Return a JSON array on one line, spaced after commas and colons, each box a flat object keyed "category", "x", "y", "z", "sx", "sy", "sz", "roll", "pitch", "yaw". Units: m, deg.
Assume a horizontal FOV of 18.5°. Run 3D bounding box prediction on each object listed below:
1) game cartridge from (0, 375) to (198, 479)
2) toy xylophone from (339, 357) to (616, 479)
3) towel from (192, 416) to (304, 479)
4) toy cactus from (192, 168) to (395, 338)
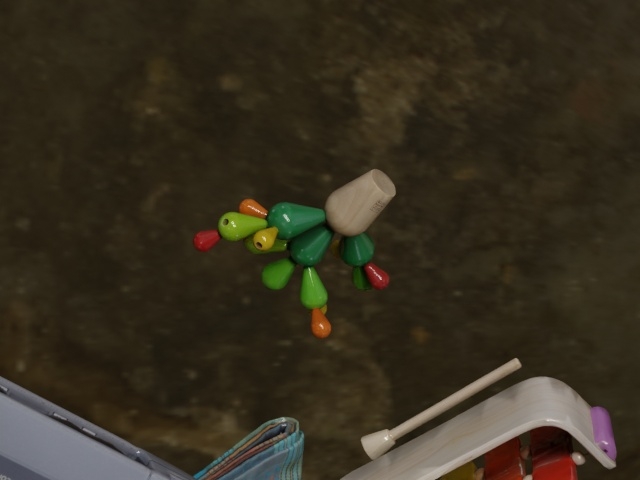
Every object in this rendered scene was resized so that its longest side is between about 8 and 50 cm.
[{"category": "game cartridge", "x": -0.242, "y": 0.190, "z": 1.322, "sx": 0.198, "sy": 0.297, "sz": 0.062, "roll": -54, "pitch": 27, "yaw": 8}, {"category": "toy xylophone", "x": 0.131, "y": 0.221, "z": 1.891, "sx": 0.323, "sy": 0.236, "sz": 0.081, "roll": -27, "pitch": 103, "yaw": 19}, {"category": "towel", "x": -0.094, "y": 0.390, "z": 1.979, "sx": 0.040, "sy": 0.271, "sz": 0.370, "roll": 13, "pitch": 118, "yaw": 33}, {"category": "toy cactus", "x": 0.000, "y": 0.000, "z": 1.942, "sx": 0.180, "sy": 0.219, "sz": 0.112, "roll": -41, "pitch": 38, "yaw": 29}]
